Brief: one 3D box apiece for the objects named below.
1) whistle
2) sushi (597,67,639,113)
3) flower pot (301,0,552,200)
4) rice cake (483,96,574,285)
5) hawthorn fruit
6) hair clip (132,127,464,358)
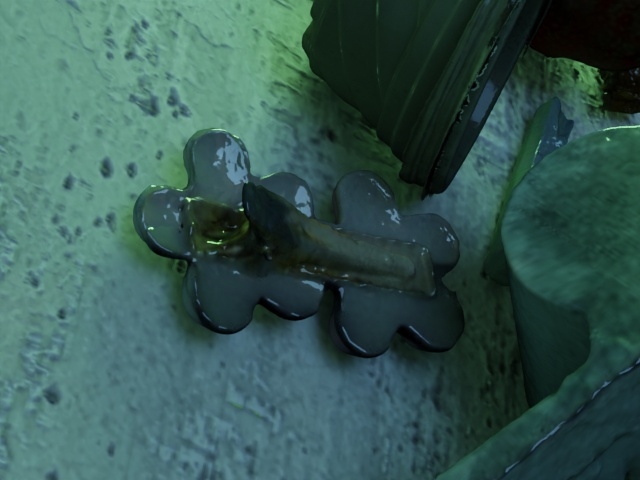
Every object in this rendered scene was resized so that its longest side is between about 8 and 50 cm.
[{"bbox_3d":[0.198,0.093,1.167,0.168,0.188,0.404,76,32,-44],"label":"whistle"},{"bbox_3d":[0.259,-0.148,1.492,0.055,0.052,0.120,20,54,-7],"label":"sushi"},{"bbox_3d":[0.077,-0.159,1.254,0.140,0.235,0.235,30,46,5],"label":"flower pot"},{"bbox_3d":[0.163,-0.040,1.354,0.030,0.042,0.180,39,47,-19],"label":"rice cake"},{"bbox_3d":[0.218,-0.234,1.431,0.181,0.181,0.235,21,15,-29],"label":"hawthorn fruit"},{"bbox_3d":[-0.004,0.004,1.173,0.257,0.075,0.146,17,51,-40],"label":"hair clip"}]
